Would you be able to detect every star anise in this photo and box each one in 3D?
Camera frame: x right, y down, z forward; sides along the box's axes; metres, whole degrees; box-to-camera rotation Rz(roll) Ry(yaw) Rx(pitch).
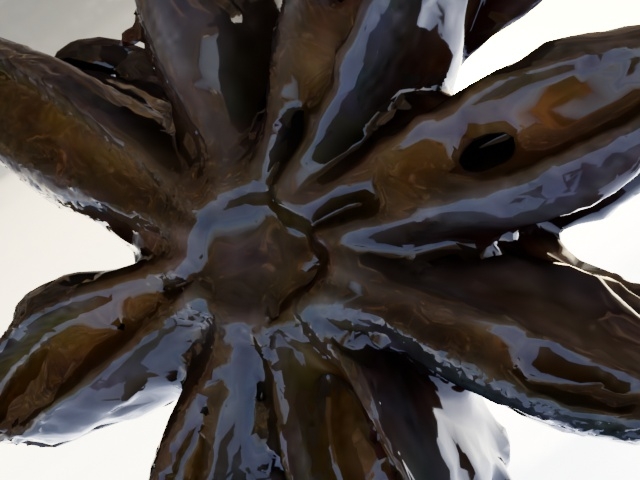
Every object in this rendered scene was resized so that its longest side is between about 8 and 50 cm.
[{"bbox_3d":[0.002,0.000,0.572,0.331,0.332,0.117,-33,174,23],"label":"star anise"}]
